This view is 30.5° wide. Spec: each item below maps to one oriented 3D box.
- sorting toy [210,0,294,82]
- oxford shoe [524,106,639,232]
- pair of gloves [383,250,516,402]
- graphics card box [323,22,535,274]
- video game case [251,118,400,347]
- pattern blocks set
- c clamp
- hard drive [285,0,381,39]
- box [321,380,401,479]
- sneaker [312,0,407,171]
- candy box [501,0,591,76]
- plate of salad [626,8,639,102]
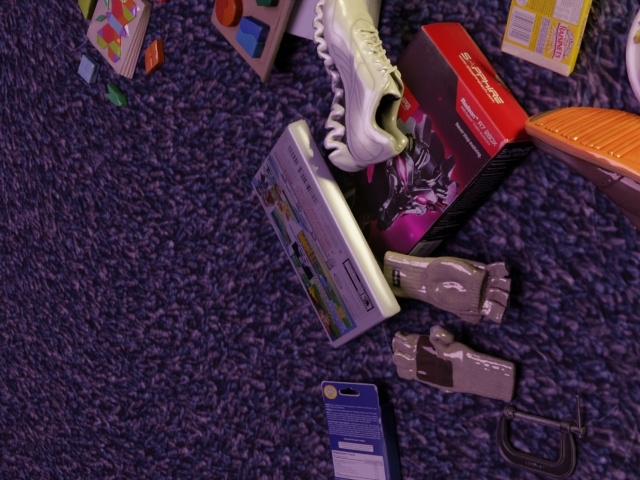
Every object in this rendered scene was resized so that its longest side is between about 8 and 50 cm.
[{"bbox_3d":[-0.104,-0.450,1.966,0.229,0.041,0.307,54,136,38],"label":"sorting toy"},{"bbox_3d":[0.402,-0.072,1.515,0.364,0.130,0.132,35,140,46],"label":"oxford shoe"},{"bbox_3d":[0.198,0.129,1.775,0.204,0.042,0.240,6,117,29],"label":"pair of gloves"},{"bbox_3d":[0.143,-0.120,1.787,0.232,0.094,0.371,58,133,21],"label":"graphics card box"},{"bbox_3d":[0.000,0.000,1.885,0.329,0.036,0.300,63,161,6],"label":"video game case"},{"bbox_3d":[-0.398,-0.431,2.323,0.285,0.026,0.324,34,121,36],"label":"pattern blocks set"},{"bbox_3d":[0.325,0.284,1.739,0.161,0.022,0.137,1,104,44],"label":"c clamp"},{"bbox_3d":[0.025,-0.471,1.875,0.203,0.040,0.307,24,114,41],"label":"hard drive"},{"bbox_3d":[0.072,0.348,1.995,0.136,0.036,0.225,-3,97,45],"label":"box"},{"bbox_3d":[0.066,-0.251,1.718,0.118,0.110,0.292,-8,90,44],"label":"sneaker"},{"bbox_3d":[0.311,-0.329,1.569,0.105,0.027,0.205,25,132,20],"label":"candy box"},{"bbox_3d":[0.466,-0.233,1.468,0.200,0.048,0.199,12,107,44],"label":"plate of salad"}]
